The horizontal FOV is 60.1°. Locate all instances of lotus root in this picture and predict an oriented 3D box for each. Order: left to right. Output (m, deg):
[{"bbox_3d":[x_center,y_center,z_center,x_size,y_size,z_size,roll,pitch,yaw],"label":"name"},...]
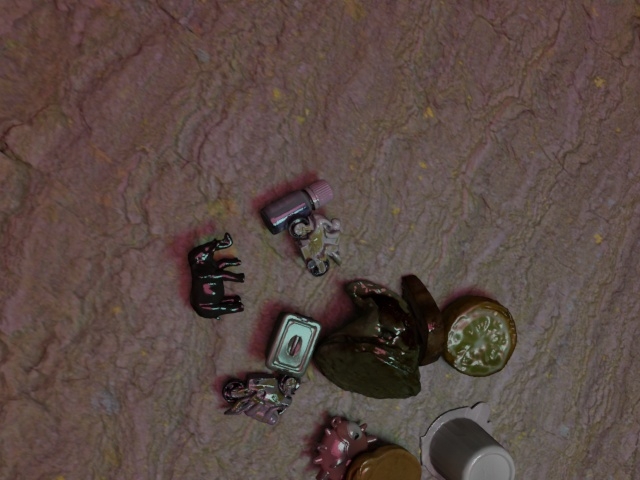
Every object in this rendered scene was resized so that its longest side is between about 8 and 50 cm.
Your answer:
[{"bbox_3d":[0.305,0.248,1.646,0.074,0.170,0.261,-8,102,-14],"label":"lotus root"}]

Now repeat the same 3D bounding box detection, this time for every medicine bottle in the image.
[{"bbox_3d":[-0.062,-0.096,1.528,0.203,0.083,0.083,-29,103,-12],"label":"medicine bottle"}]

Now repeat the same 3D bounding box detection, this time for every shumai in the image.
[{"bbox_3d":[0.170,0.280,1.600,0.330,0.292,0.288,36,47,-25],"label":"shumai"}]

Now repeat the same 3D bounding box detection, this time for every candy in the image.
[{"bbox_3d":[0.488,0.298,1.731,0.259,0.118,0.260,-1,94,-16],"label":"candy"}]

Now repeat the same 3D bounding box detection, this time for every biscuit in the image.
[{"bbox_3d":[0.170,0.774,1.654,0.312,0.057,0.351,27,93,-35],"label":"biscuit"}]

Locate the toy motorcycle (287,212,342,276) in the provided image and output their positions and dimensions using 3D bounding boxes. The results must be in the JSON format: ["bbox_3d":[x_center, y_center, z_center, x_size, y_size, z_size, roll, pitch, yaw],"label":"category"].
[{"bbox_3d":[0.000,0.000,1.543,0.151,0.074,0.229,-36,127,-10],"label":"toy motorcycle"}]

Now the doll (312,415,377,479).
[{"bbox_3d":[0.073,0.637,1.636,0.211,0.093,0.262,-11,98,-26],"label":"doll"}]

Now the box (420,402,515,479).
[{"bbox_3d":[0.490,0.668,1.718,0.291,0.206,0.262,-47,107,-6],"label":"box"}]

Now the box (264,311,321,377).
[{"bbox_3d":[-0.084,0.283,1.551,0.124,0.093,0.172,22,89,-19],"label":"box"}]

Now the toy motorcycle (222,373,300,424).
[{"bbox_3d":[-0.162,0.449,1.553,0.225,0.073,0.152,-5,99,-19],"label":"toy motorcycle"}]

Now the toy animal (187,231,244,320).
[{"bbox_3d":[-0.275,0.100,1.459,0.146,0.114,0.245,-2,95,-19],"label":"toy animal"}]
